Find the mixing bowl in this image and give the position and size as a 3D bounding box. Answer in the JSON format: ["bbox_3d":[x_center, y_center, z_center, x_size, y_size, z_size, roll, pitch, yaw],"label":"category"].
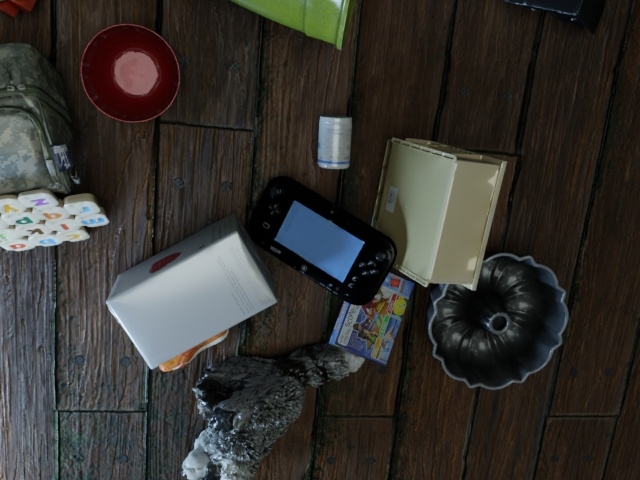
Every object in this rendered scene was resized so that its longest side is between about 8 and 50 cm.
[{"bbox_3d":[-0.363,-0.325,1.264,0.181,0.098,0.181,-2,106,-8],"label":"mixing bowl"}]

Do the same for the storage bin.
[{"bbox_3d":[0.224,-0.065,1.348,0.123,0.260,0.262,2,106,-27],"label":"storage bin"}]

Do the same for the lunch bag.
[{"bbox_3d":[-0.604,-0.188,1.173,0.305,0.212,0.256,-11,86,-6],"label":"lunch bag"}]

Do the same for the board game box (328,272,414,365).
[{"bbox_3d":[0.116,0.163,1.465,0.136,0.035,0.201,25,76,-14],"label":"board game box"}]

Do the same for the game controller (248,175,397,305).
[{"bbox_3d":[0.000,0.000,1.367,0.319,0.067,0.166,32,98,13],"label":"game controller"}]

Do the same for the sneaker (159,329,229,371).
[{"bbox_3d":[-0.290,0.226,1.450,0.175,0.064,0.067,-37,110,-9],"label":"sneaker"}]

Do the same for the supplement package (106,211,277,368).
[{"bbox_3d":[-0.263,0.098,1.355,0.293,0.177,0.175,-29,108,-1],"label":"supplement package"}]

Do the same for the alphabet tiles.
[{"bbox_3d":[-0.560,-0.038,1.242,0.284,0.278,0.021,-11,74,-6],"label":"alphabet tiles"}]

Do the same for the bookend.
[{"bbox_3d":[0.490,-0.497,1.350,0.157,0.156,0.072,25,104,31],"label":"bookend"}]

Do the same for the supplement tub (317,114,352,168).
[{"bbox_3d":[0.030,-0.208,1.371,0.071,0.071,0.107,0,104,-9],"label":"supplement tub"}]

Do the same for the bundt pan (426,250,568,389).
[{"bbox_3d":[0.390,0.168,1.502,0.330,0.124,0.331,-2,106,-8],"label":"bundt pan"}]

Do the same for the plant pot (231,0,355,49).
[{"bbox_3d":[-0.091,-0.560,1.136,0.353,0.366,0.366,14,103,0],"label":"plant pot"}]

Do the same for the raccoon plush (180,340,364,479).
[{"bbox_3d":[-0.096,0.430,1.470,0.446,0.216,0.299,-9,114,-7],"label":"raccoon plush"}]

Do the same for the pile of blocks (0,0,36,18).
[{"bbox_3d":[-0.604,-0.451,1.167,0.362,0.149,0.113,-19,107,-4],"label":"pile of blocks"}]
